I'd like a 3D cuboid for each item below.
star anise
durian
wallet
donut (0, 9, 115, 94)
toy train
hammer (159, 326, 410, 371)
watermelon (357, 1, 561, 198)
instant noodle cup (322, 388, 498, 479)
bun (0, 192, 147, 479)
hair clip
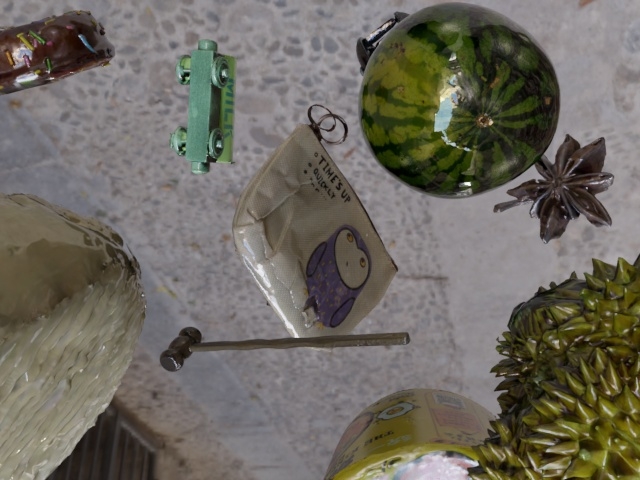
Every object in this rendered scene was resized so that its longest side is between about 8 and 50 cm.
[{"bbox_3d":[0.424,-0.089,1.304,0.089,0.209,0.231,29,173,-32],"label":"star anise"},{"bbox_3d":[0.224,0.146,0.514,0.225,0.291,0.291,17,147,10],"label":"durian"},{"bbox_3d":[-0.001,-0.001,1.106,0.068,0.275,0.335,-2,127,46],"label":"wallet"},{"bbox_3d":[-0.446,-0.293,1.136,0.230,0.216,0.096,-5,112,20],"label":"donut"},{"bbox_3d":[-0.211,-0.255,1.426,0.105,0.253,0.157,5,-174,18],"label":"toy train"},{"bbox_3d":[-0.043,0.113,0.794,0.292,0.058,0.029,-6,119,25],"label":"hammer"},{"bbox_3d":[0.197,-0.203,1.073,0.285,0.285,0.285,0,146,0],"label":"watermelon"},{"bbox_3d":[0.128,0.331,0.840,0.326,0.325,0.254,-5,-171,6],"label":"instant noodle cup"},{"bbox_3d":[-0.302,0.097,0.559,0.211,0.359,0.359,34,145,10],"label":"bun"},{"bbox_3d":[0.195,-0.356,1.506,0.194,0.310,0.206,-33,94,20],"label":"hair clip"}]
